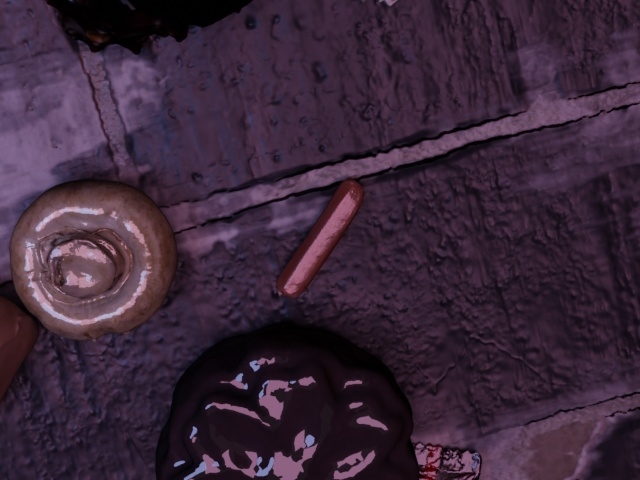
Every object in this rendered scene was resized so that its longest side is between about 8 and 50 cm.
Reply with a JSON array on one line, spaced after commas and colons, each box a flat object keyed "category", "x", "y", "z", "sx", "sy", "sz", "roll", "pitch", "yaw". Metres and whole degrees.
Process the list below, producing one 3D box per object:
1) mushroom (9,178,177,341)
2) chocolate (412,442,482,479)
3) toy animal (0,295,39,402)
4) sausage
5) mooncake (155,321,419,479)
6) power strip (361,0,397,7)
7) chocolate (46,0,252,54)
[{"category": "mushroom", "x": -0.226, "y": 0.022, "z": 1.032, "sx": 0.166, "sy": 0.127, "sz": 0.166, "roll": 0, "pitch": 108, "yaw": -1}, {"category": "chocolate", "x": 0.128, "y": 0.318, "z": 1.162, "sx": 0.086, "sy": 0.028, "sz": 0.182, "roll": 8, "pitch": 99, "yaw": 2}, {"category": "toy animal", "x": -0.419, "y": 0.089, "z": 0.988, "sx": 0.256, "sy": 0.213, "sz": 0.195, "roll": 28, "pitch": 102, "yaw": -8}, {"category": "sausage", "x": 0.000, "y": 0.000, "z": 1.089, "sx": 0.035, "sy": 0.030, "sz": 0.147, "roll": 31, "pitch": 97, "yaw": -8}, {"category": "mooncake", "x": -0.031, "y": 0.230, "z": 1.079, "sx": 0.283, "sy": 0.141, "sz": 0.283, "roll": -1, "pitch": 104, "yaw": -3}, {"category": "power strip", "x": 0.093, "y": -0.286, "z": 1.046, "sx": 0.136, "sy": 0.019, "sz": 0.051, "roll": -41, "pitch": 102, "yaw": 4}, {"category": "chocolate", "x": -0.188, "y": -0.259, "z": 0.993, "sx": 0.224, "sy": 0.206, "sz": 0.177, "roll": 48, "pitch": 139, "yaw": -1}]
